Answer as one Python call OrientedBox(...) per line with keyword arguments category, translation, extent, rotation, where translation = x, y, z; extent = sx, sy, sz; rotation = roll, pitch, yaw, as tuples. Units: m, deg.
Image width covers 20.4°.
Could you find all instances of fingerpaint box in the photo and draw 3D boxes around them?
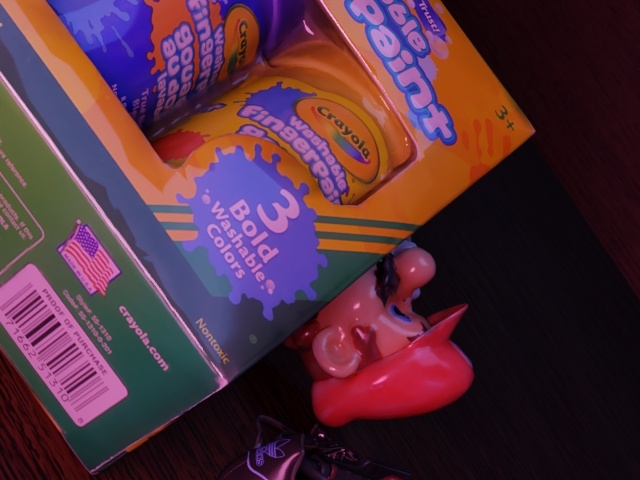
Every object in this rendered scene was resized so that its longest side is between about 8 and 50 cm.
OrientedBox(category="fingerpaint box", translation=(-0.121, -0.145, 1.125), extent=(0.445, 0.163, 0.371), rotation=(54, 43, -1))

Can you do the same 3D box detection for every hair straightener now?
OrientedBox(category="hair straightener", translation=(0.006, 0.175, 1.333), extent=(0.089, 0.047, 0.230), rotation=(34, 8, 36))

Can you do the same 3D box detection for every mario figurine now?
OrientedBox(category="mario figurine", translation=(0.000, 0.000, 1.361), extent=(0.320, 0.170, 0.198), rotation=(42, 51, 2))

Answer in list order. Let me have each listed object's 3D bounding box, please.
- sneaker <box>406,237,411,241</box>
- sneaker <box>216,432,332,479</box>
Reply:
OrientedBox(category="sneaker", translation=(-0.032, -0.115, 1.591), extent=(0.150, 0.135, 0.366), rotation=(-117, -176, -47))
OrientedBox(category="sneaker", translation=(0.020, 0.223, 1.161), extent=(0.232, 0.090, 0.081), rotation=(47, 18, -22))
